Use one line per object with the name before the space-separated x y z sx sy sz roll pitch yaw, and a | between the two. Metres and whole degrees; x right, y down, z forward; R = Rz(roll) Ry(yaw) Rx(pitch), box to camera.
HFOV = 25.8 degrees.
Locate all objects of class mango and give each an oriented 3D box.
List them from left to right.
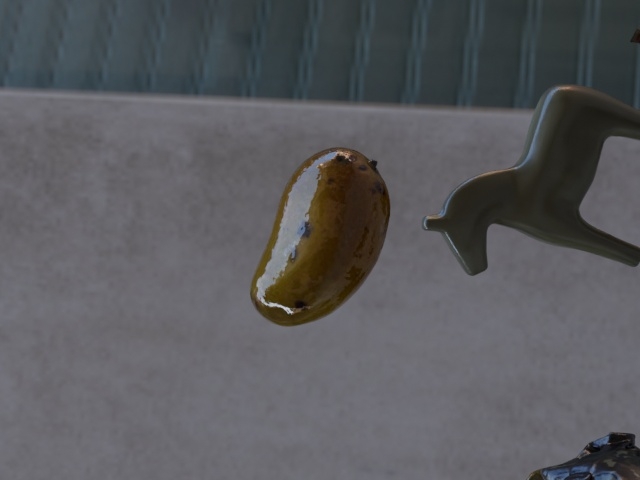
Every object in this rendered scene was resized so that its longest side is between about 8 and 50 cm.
mango | 0.003 0.000 1.304 0.090 0.115 0.178 33 -104 -49

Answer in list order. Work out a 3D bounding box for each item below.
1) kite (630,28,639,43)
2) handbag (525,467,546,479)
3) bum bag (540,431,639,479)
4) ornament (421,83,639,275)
kite | 0.456 -0.153 1.213 0.204 0.360 0.022 -55 17 35
handbag | 0.370 0.387 1.388 0.401 0.283 0.133 61 140 38
bum bag | 0.269 0.230 1.186 0.069 0.102 0.248 66 175 -18
ornament | 0.245 -0.055 1.489 0.061 0.245 0.230 -144 73 -75
